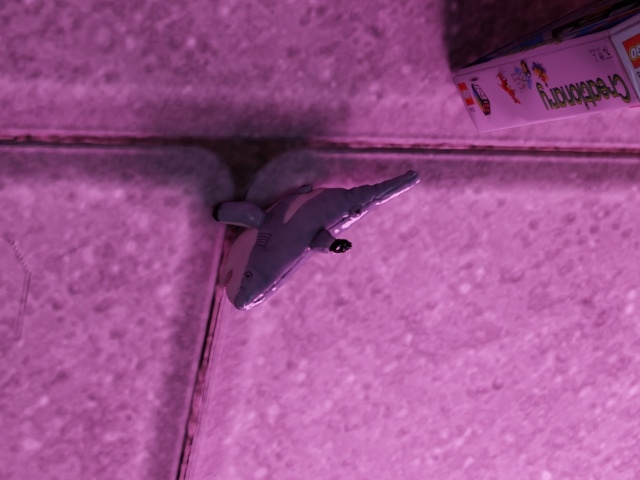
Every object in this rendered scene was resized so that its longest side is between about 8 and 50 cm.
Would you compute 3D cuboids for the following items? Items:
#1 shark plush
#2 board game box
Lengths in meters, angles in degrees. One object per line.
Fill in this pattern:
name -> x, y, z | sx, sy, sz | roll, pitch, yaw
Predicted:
shark plush -> 0.000, 0.000, 1.393 | 0.161, 0.067, 0.073 | -18, 123, -18
board game box -> 0.222, -0.141, 1.297 | 0.193, 0.305, 0.053 | -28, 97, -12
